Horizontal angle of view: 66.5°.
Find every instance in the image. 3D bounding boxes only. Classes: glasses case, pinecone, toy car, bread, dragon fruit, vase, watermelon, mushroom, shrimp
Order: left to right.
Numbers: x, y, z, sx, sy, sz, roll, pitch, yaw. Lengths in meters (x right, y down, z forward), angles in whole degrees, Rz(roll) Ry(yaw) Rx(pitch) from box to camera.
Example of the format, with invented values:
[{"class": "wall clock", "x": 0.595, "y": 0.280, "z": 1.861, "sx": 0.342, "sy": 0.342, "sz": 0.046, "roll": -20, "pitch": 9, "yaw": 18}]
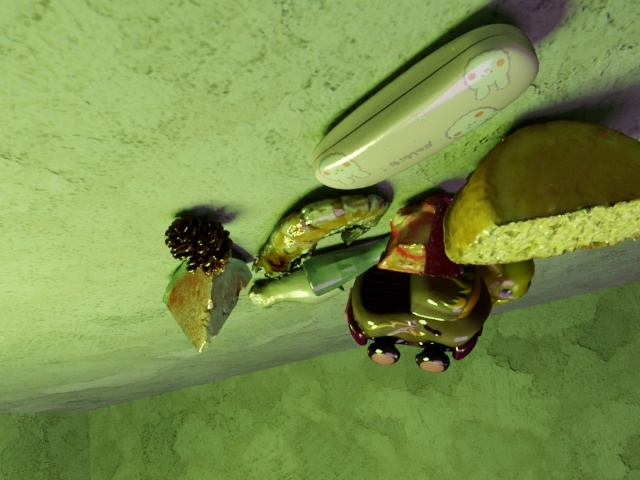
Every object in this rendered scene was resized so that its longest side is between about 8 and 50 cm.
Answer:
[{"class": "watermelon", "x": -0.247, "y": 0.104, "z": 0.956, "sx": 0.207, "sy": 0.202, "sz": 0.136, "roll": -22, "pitch": 119, "yaw": 18}, {"class": "pinecone", "x": -0.199, "y": 0.004, "z": 0.796, "sx": 0.102, "sy": 0.102, "sz": 0.109, "roll": -24, "pitch": 129, "yaw": 29}, {"class": "mushroom", "x": -0.060, "y": 0.119, "z": 1.170, "sx": 0.225, "sy": 0.093, "sz": 0.116, "roll": -18, "pitch": -179, "yaw": 1}, {"class": "shrimp", "x": 0.000, "y": 0.000, "z": 0.937, "sx": 0.233, "sy": 0.071, "sz": 0.365, "roll": -11, "pitch": 162, "yaw": -25}, {"class": "vase", "x": 0.074, "y": 0.046, "z": 1.063, "sx": 0.214, "sy": 0.086, "sz": 0.086, "roll": -22, "pitch": 159, "yaw": 4}, {"class": "glasses case", "x": 0.112, "y": -0.145, "z": 0.589, "sx": 0.113, "sy": 0.075, "sz": 0.297, "roll": 7, "pitch": 154, "yaw": -45}, {"class": "toy car", "x": 0.222, "y": 0.135, "z": 1.144, "sx": 0.340, "sy": 0.271, "sz": 0.240, "roll": 4, "pitch": 140, "yaw": 14}, {"class": "dragon fruit", "x": 0.197, "y": -0.014, "z": 0.948, "sx": 0.126, "sy": 0.161, "sz": 0.274, "roll": 9, "pitch": -178, "yaw": 31}, {"class": "bread", "x": 0.347, "y": -0.081, "z": 0.753, "sx": 0.340, "sy": 0.179, "sz": 0.194, "roll": -9, "pitch": 158, "yaw": -2}]

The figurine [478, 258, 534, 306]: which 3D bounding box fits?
[{"class": "figurine", "x": 0.452, "y": 0.081, "z": 1.266, "sx": 0.218, "sy": 0.169, "sz": 0.327, "roll": -22, "pitch": 166, "yaw": -20}]
